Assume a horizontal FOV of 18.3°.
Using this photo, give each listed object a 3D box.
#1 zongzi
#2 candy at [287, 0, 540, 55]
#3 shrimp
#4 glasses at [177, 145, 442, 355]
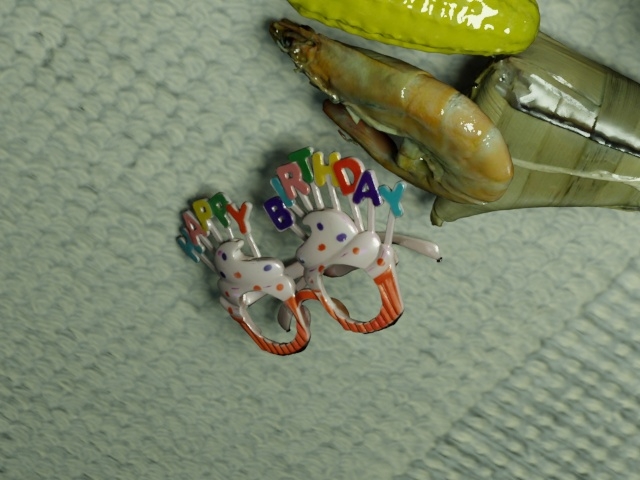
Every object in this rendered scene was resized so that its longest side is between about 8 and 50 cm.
[{"bbox_3d":[0.194,-0.053,1.581,0.194,0.099,0.197,24,129,3],"label":"zongzi"},{"bbox_3d":[0.070,-0.190,1.491,0.199,0.094,0.106,22,139,0],"label":"candy"},{"bbox_3d":[0.050,-0.101,1.559,0.236,0.053,0.133,31,160,17],"label":"shrimp"},{"bbox_3d":[-0.006,-0.002,1.682,0.255,0.095,0.162,-20,110,39],"label":"glasses"}]
